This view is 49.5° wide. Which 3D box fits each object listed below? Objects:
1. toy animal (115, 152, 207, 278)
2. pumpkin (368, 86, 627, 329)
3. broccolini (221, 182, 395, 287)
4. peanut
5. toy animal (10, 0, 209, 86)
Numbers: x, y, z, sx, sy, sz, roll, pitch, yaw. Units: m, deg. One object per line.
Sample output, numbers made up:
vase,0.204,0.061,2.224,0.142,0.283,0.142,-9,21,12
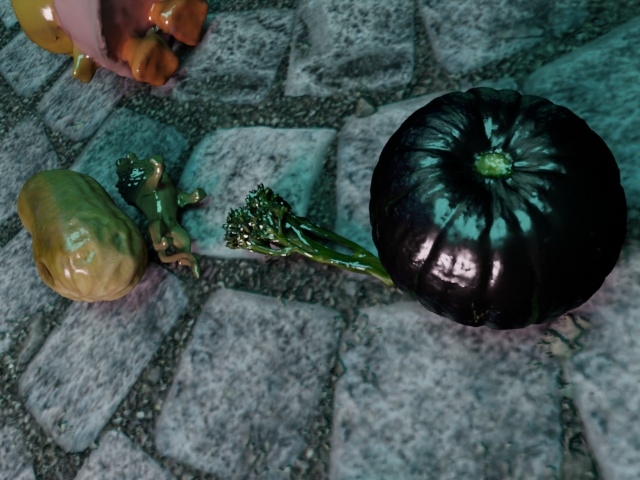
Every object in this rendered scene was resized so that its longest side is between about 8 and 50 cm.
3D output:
toy animal,-0.165,-0.034,0.760,0.086,0.069,0.220,-55,44,19
pumpkin,0.135,-0.025,0.547,0.202,0.140,0.202,-5,60,8
broccolini,-0.006,-0.003,0.658,0.201,0.058,0.074,16,79,35
peanut,-0.277,-0.009,0.779,0.110,0.120,0.236,-28,40,-26
toy animal,-0.308,-0.306,0.923,0.281,0.169,0.195,20,71,34
